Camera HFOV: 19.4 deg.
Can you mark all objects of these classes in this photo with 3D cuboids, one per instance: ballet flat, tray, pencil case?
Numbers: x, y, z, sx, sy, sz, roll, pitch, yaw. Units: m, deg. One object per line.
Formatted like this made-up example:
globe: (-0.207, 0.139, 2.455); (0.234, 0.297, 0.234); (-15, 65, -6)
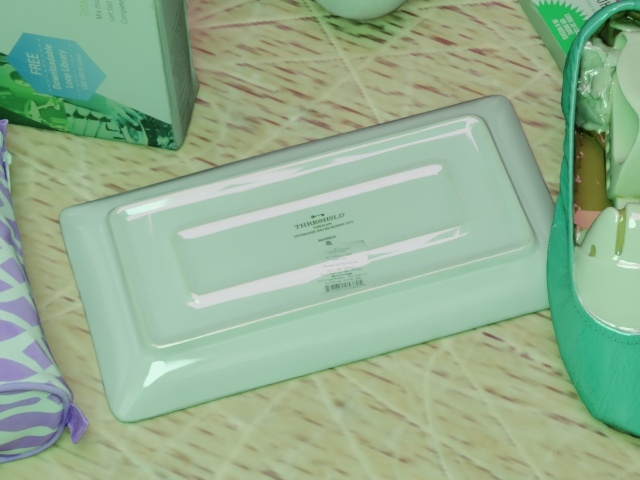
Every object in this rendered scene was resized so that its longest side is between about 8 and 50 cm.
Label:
ballet flat: (0.162, -0.021, 0.991); (0.083, 0.087, 0.247); (0, 66, 3)
tray: (0.000, 0.000, 1.032); (0.270, 0.030, 0.145); (-15, 60, -8)
pencil case: (-0.190, 0.019, 0.997); (0.088, 0.086, 0.206); (2, 55, -30)

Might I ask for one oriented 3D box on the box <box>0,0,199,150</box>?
box: (-0.234, -0.158, 1.017); (0.322, 0.232, 0.058); (10, 58, 8)

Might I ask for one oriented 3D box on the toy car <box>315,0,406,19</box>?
toy car: (0.022, -0.234, 1.099); (0.182, 0.136, 0.159); (34, 62, -5)

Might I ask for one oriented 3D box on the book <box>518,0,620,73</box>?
book: (0.202, -0.141, 1.116); (0.144, 0.035, 0.096); (-21, 58, -9)
